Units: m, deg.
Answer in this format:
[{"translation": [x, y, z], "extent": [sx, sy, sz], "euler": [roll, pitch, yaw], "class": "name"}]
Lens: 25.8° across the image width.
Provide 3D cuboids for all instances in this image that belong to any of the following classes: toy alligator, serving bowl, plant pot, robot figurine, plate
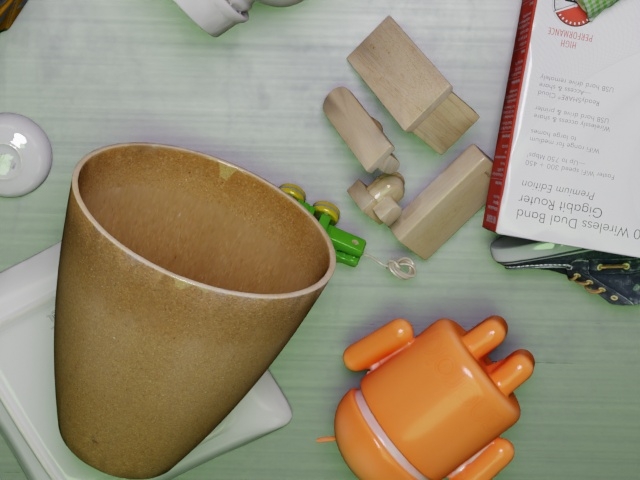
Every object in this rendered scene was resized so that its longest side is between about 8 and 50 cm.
[{"translation": [0.000, 0.000, 1.346], "extent": [0.190, 0.056, 0.051], "euler": [27, 146, -9], "class": "toy alligator"}, {"translation": [-0.299, -0.078, 1.331], "extent": [0.083, 0.027, 0.083], "euler": [0, 107, -1], "class": "serving bowl"}, {"translation": [-0.143, 0.079, 1.250], "extent": [0.237, 0.237, 0.254], "euler": [21, 117, -6], "class": "plant pot"}, {"translation": [0.103, 0.161, 1.353], "extent": [0.219, 0.128, 0.158], "euler": [-40, 124, 9], "class": "robot figurine"}, {"translation": [-0.210, 0.132, 1.385], "extent": [0.277, 0.045, 0.278], "euler": [-27, 104, 8], "class": "plate"}]

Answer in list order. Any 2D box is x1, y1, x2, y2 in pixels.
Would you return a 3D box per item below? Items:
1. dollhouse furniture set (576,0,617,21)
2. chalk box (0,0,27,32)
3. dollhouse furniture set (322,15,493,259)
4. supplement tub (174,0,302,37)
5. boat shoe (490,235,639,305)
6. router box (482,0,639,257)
[{"translation": [0.308, -0.249, 1.130], "extent": [0.197, 0.151, 0.301], "euler": [-37, 94, 0], "class": "dollhouse furniture set"}, {"translation": [-0.359, -0.318, 1.184], "extent": [0.289, 0.179, 0.180], "euler": [37, 104, -9], "class": "chalk box"}, {"translation": [0.082, -0.095, 1.328], "extent": [0.144, 0.123, 0.151], "euler": [-44, 137, 12], "class": "dollhouse furniture set"}, {"translation": [-0.013, -0.340, 1.146], "extent": [0.325, 0.235, 0.235], "euler": [-35, 104, 9], "class": "supplement tub"}, {"translation": [0.258, 0.025, 1.343], "extent": [0.183, 0.065, 0.083], "euler": [-9, 105, 1], "class": "boat shoe"}, {"translation": [0.339, -0.128, 1.258], "extent": [0.335, 0.082, 0.301], "euler": [9, 93, -3], "class": "router box"}]
